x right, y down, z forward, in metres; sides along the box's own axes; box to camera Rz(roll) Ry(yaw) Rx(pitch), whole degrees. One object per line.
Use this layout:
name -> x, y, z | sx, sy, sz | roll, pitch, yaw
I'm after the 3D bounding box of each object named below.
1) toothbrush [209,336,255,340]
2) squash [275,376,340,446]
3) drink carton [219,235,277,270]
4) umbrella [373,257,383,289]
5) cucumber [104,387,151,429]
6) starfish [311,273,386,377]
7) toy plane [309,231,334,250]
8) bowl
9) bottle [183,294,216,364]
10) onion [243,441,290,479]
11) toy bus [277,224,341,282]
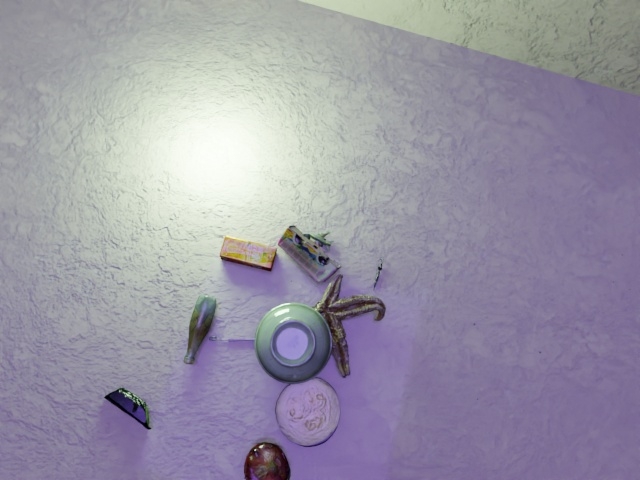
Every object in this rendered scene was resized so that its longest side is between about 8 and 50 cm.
toothbrush -> -0.350, 0.397, 1.707 | 0.194, 0.014, 0.017 | 3, 72, -3
squash -> -0.045, 0.657, 1.636 | 0.252, 0.049, 0.252 | 2, 73, -6
drink carton -> -0.302, 0.056, 1.787 | 0.223, 0.071, 0.096 | 13, 72, -1
umbrella -> 0.250, 0.144, 1.825 | 0.022, 0.022, 0.148 | -1, 67, 40
cucumber -> -0.710, 0.622, 1.600 | 0.220, 0.046, 0.070 | 32, 66, 6
starfish -> 0.047, 0.358, 1.713 | 0.324, 0.082, 0.432 | 39, 78, 5
toy plane -> 0.000, 0.000, 1.840 | 0.111, 0.040, 0.102 | 26, 71, 5
bowl -> -0.104, 0.384, 1.598 | 0.307, 0.163, 0.307 | 0, 77, -1
bottle -> -0.481, 0.351, 1.676 | 0.083, 0.083, 0.269 | 13, 73, 0
onion -> -0.202, 0.829, 1.525 | 0.184, 0.184, 0.147 | 44, 117, 9
toy bus -> -0.047, 0.057, 1.785 | 0.274, 0.090, 0.112 | 41, 104, 10
